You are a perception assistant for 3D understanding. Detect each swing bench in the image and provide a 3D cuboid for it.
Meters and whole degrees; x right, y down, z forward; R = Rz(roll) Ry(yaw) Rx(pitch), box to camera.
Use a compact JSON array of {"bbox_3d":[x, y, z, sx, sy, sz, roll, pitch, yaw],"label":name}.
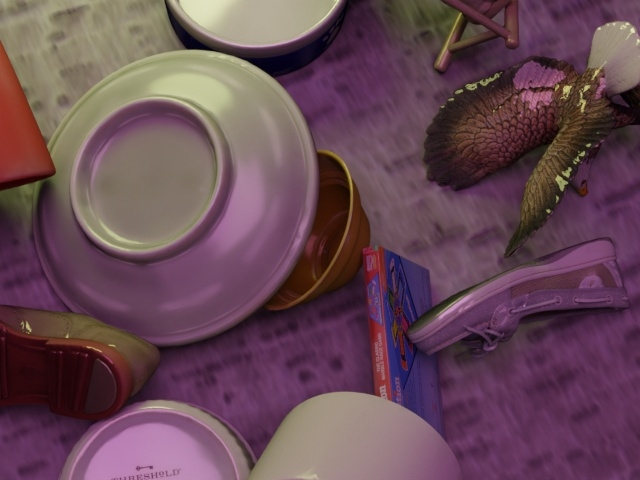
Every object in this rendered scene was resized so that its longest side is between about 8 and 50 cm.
[{"bbox_3d":[0.149,-0.403,1.904,0.253,0.165,0.255,25,70,-30],"label":"swing bench"}]

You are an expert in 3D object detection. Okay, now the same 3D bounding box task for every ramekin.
[{"bbox_3d":[-0.198,0.318,1.730,0.272,0.127,0.273,1,72,-2],"label":"ramekin"}]

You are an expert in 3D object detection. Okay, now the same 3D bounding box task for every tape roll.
[{"bbox_3d":[0.029,0.319,1.634,0.246,0.246,0.169,26,36,6],"label":"tape roll"}]

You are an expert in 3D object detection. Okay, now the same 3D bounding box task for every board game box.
[{"bbox_3d":[0.108,0.157,1.792,0.027,0.145,0.281,-14,69,27],"label":"board game box"}]

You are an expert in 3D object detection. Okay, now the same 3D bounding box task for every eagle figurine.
[{"bbox_3d":[0.311,-0.135,1.872,0.298,0.226,0.225,-25,95,-15],"label":"eagle figurine"}]

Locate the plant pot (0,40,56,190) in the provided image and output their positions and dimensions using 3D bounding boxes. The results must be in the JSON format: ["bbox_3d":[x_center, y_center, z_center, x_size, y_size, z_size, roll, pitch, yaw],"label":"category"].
[{"bbox_3d":[-0.490,-0.167,1.770,0.274,0.275,0.243,-15,93,-7],"label":"plant pot"}]

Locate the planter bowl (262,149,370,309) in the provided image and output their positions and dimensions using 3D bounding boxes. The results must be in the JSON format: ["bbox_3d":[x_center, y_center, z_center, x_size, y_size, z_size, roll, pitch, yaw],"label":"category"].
[{"bbox_3d":[0.000,0.000,1.838,0.090,0.217,0.217,24,68,-35],"label":"planter bowl"}]

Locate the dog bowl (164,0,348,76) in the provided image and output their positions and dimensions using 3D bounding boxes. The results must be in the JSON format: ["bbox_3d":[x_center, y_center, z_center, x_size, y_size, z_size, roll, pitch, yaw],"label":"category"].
[{"bbox_3d":[-0.088,-0.363,1.970,0.264,0.104,0.265,1,72,-2],"label":"dog bowl"}]

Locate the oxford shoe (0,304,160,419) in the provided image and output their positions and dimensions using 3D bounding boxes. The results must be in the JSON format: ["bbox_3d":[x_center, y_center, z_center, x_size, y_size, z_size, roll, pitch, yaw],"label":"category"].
[{"bbox_3d":[-0.365,0.141,1.790,0.348,0.130,0.123,15,109,22],"label":"oxford shoe"}]

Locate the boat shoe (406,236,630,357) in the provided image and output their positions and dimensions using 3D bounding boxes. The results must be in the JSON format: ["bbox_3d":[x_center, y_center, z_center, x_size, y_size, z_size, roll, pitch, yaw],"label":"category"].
[{"bbox_3d":[0.258,0.087,1.815,0.320,0.118,0.103,-19,83,-29],"label":"boat shoe"}]

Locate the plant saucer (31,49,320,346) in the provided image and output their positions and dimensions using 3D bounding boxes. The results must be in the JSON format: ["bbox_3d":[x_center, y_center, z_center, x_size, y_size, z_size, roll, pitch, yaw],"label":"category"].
[{"bbox_3d":[-0.204,-0.069,1.809,0.400,0.100,0.401,-5,73,17],"label":"plant saucer"}]
